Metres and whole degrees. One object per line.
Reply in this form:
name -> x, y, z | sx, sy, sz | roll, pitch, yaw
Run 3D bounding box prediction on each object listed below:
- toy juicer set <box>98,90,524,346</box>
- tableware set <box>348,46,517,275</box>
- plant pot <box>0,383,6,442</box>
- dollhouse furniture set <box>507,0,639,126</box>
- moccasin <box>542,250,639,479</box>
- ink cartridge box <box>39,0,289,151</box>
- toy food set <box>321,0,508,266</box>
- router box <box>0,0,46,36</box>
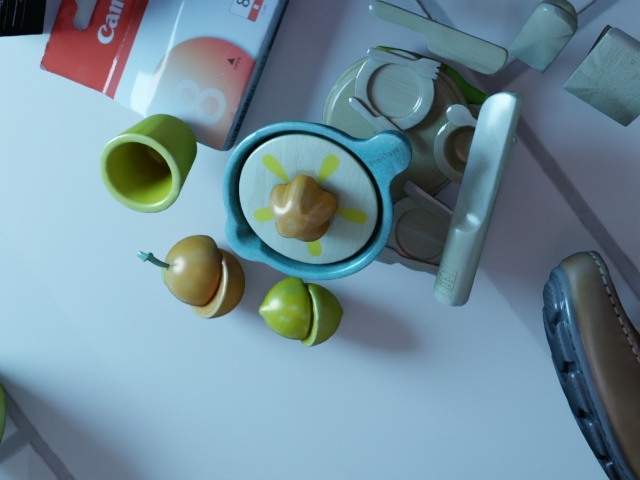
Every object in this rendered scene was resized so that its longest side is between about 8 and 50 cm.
toy juicer set -> 0.000, 0.000, 1.030 | 0.329, 0.089, 0.209 | -1, 119, 19
tableware set -> 0.067, -0.060, 1.049 | 0.141, 0.020, 0.168 | 32, 114, 6
plant pot -> -0.321, 0.142, 1.133 | 0.134, 0.095, 0.134 | 1, 100, 8
dollhouse furniture set -> 0.212, -0.196, 0.962 | 0.144, 0.123, 0.151 | 32, 80, 2
moccasin -> 0.299, 0.167, 1.027 | 0.147, 0.139, 0.380 | -33, 91, 6
ink cartridge box -> -0.130, -0.172, 1.081 | 0.179, 0.045, 0.145 | 22, 101, 2
toy food set -> 0.066, -0.090, 1.074 | 0.132, 0.038, 0.192 | 25, 113, 9
router box -> -0.249, -0.249, 1.039 | 0.046, 0.133, 0.179 | 9, 100, 6
